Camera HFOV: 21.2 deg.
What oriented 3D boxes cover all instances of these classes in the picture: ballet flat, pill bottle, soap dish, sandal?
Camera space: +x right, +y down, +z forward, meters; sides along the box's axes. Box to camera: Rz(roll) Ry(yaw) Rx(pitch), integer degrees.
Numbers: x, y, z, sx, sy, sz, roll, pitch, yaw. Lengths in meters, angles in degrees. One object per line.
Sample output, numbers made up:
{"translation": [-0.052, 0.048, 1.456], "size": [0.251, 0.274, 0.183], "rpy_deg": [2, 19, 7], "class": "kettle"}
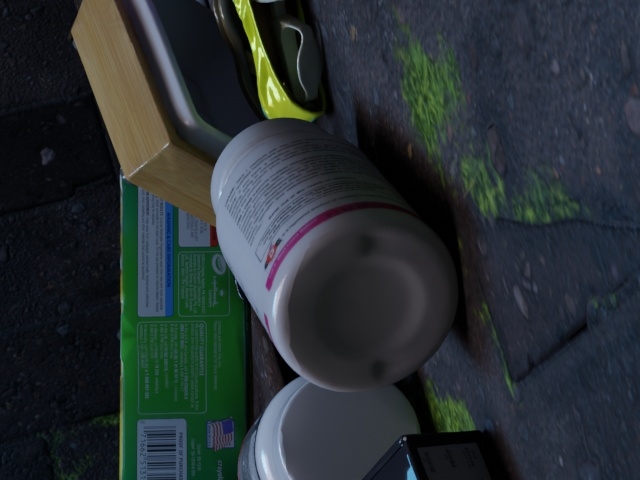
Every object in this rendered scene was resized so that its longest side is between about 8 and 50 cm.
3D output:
{"translation": [-0.040, -0.221, 1.667], "size": [0.077, 0.077, 0.231], "rpy_deg": [5, 113, 56], "class": "ballet flat"}
{"translation": [0.008, 0.215, 1.705], "size": [0.283, 0.161, 0.161], "rpy_deg": [121, 134, -74], "class": "pill bottle"}
{"translation": [0.000, 0.000, 1.482], "size": [0.283, 0.160, 0.160], "rpy_deg": [-126, 24, -61], "class": "pill bottle"}
{"translation": [-0.145, -0.147, 1.869], "size": [0.229, 0.118, 0.291], "rpy_deg": [29, -152, -46], "class": "soap dish"}
{"translation": [-0.063, -0.194, 1.819], "size": [0.072, 0.049, 0.180], "rpy_deg": [-74, -33, -61], "class": "sandal"}

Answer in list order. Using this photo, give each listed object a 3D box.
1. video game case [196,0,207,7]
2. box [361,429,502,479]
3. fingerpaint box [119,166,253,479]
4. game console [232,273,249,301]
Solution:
{"translation": [-0.145, -0.198, 2.291], "size": [0.212, 0.023, 0.193], "rpy_deg": [112, 142, -73], "class": "video game case"}
{"translation": [0.096, 0.404, 1.414], "size": [0.318, 0.097, 0.395], "rpy_deg": [-55, 46, 45], "class": "box"}
{"translation": [-0.167, 0.168, 2.198], "size": [0.371, 0.163, 0.445], "rpy_deg": [98, 171, -72], "class": "fingerpaint box"}
{"translation": [-0.068, -0.014, 1.999], "size": [0.085, 0.124, 0.144], "rpy_deg": [19, -126, -72], "class": "game console"}
